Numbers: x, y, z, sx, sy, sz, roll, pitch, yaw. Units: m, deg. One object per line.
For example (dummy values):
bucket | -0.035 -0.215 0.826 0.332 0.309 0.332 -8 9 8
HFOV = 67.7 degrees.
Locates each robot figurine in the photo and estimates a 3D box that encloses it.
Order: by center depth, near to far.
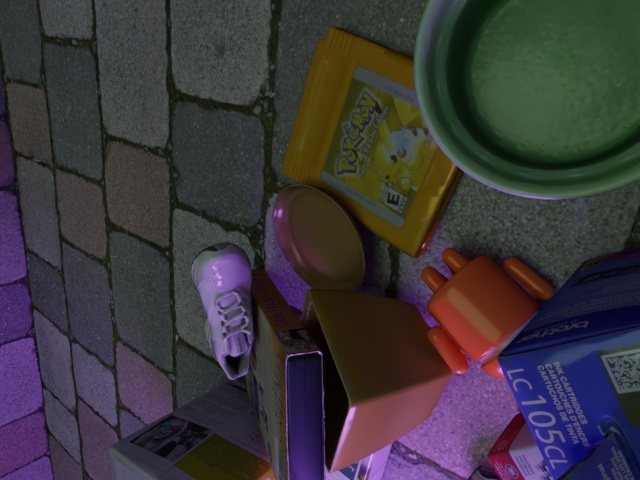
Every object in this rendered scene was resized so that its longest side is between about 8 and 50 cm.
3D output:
robot figurine | 0.245 0.111 0.699 0.219 0.158 0.128 48 149 19

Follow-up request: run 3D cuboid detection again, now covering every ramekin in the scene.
ramekin | 0.273 -0.203 0.542 0.304 0.148 0.303 5 102 26

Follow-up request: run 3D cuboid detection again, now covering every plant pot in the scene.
plant pot | 0.083 0.211 0.777 0.212 0.187 0.212 -114 26 -45
plant pot | 0.000 0.000 0.900 0.236 0.032 0.236 28 133 34

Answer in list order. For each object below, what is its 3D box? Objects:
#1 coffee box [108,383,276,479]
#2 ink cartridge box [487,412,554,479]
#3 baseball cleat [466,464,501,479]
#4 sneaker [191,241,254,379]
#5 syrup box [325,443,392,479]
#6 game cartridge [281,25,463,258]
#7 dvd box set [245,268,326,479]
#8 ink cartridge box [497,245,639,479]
coffee box | -0.207 0.578 1.062 0.339 0.335 0.337 7 105 36
ink cartridge box | 0.357 0.303 0.655 0.176 0.127 0.128 -41 74 42
baseball cleat | 0.328 0.454 0.765 0.206 0.072 0.109 33 115 24
sneaker | -0.160 0.131 0.871 0.129 0.111 0.296 -124 25 -45
syrup box | 0.071 0.444 0.955 0.093 0.096 0.236 26 119 32
game cartridge | 0.088 -0.169 0.801 0.324 0.053 0.285 34 121 26
dvd box set | -0.086 0.258 0.911 0.420 0.062 0.307 -145 51 -68
ink cartridge box | 0.335 0.168 0.463 0.151 0.396 0.269 -28 84 41
